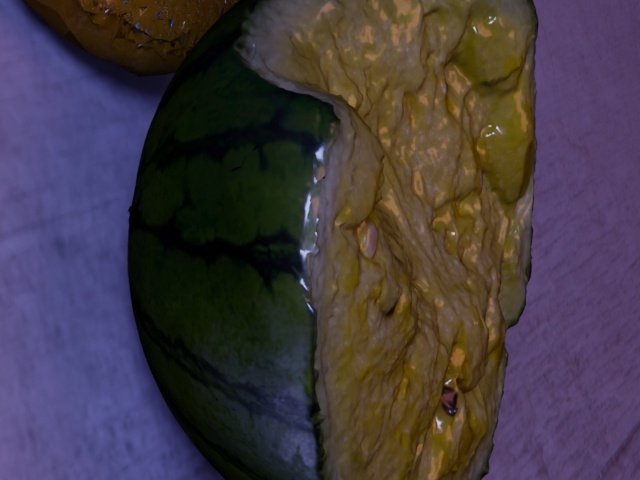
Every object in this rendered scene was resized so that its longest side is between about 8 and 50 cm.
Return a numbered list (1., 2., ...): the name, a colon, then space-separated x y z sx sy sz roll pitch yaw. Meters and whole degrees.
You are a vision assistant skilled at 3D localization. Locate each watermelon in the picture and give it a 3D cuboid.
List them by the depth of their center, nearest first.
1. watermelon: 0.000 0.000 0.798 0.331 0.189 0.330 -34 131 -52

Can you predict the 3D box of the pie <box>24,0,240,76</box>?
1. pie: -0.115 -0.220 0.782 0.273 0.069 0.273 31 55 -57
